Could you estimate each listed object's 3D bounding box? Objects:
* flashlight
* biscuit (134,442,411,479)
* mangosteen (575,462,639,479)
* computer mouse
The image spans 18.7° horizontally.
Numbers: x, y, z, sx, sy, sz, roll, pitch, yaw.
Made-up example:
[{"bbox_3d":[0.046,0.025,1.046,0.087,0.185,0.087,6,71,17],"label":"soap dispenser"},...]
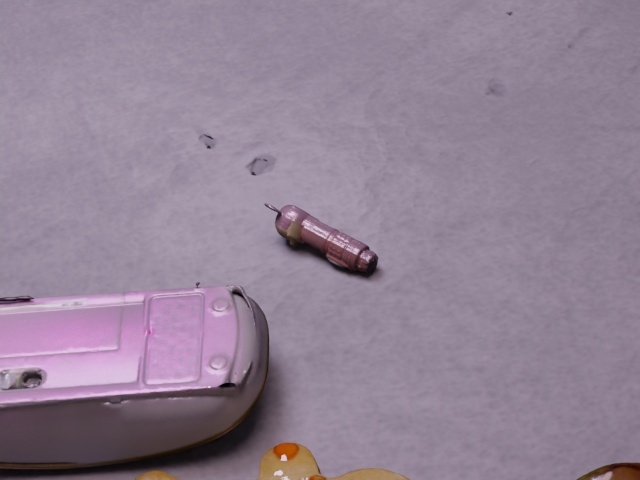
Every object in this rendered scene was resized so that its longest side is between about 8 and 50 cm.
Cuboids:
[{"bbox_3d":[0.000,0.000,1.662,0.110,0.052,0.031,29,89,25],"label":"flashlight"},{"bbox_3d":[-0.035,0.211,1.437,0.234,0.030,0.153,-5,44,3],"label":"biscuit"},{"bbox_3d":[0.249,0.279,1.138,0.307,0.306,0.347,-29,30,-22],"label":"mangosteen"},{"bbox_3d":[-0.194,0.104,1.540,0.310,0.071,0.158,-4,44,3],"label":"computer mouse"}]
